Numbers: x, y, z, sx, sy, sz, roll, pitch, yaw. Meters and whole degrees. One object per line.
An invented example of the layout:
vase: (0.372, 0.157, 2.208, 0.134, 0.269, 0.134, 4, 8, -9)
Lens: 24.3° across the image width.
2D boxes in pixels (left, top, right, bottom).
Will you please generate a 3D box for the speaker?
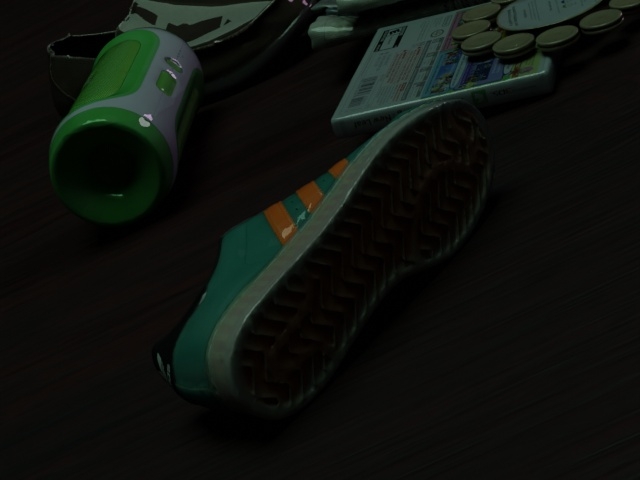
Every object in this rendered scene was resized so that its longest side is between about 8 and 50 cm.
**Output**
speaker: (-0.192, -0.123, 1.512, 0.131, 0.131, 0.296, -23, 22, 13)

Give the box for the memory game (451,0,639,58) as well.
memory game: (0.203, -0.200, 1.297, 0.186, 0.012, 0.186, -16, 25, 8)

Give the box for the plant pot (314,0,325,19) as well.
plant pot: (-0.039, -0.358, 1.804, 0.167, 0.187, 0.188, -35, 18, 19)

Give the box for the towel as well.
towel: (0.159, -0.304, 1.549, 0.324, 0.056, 0.312, -13, 23, 24)

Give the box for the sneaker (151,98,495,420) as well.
sneaker: (0.000, 0.000, 1.024, 0.121, 0.108, 0.302, 4, 39, 47)

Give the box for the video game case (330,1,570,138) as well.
video game case: (0.123, -0.162, 1.327, 0.193, 0.023, 0.212, -11, 26, 21)

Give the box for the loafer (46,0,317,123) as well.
loafer: (-0.177, -0.226, 1.719, 0.366, 0.130, 0.134, -18, 23, 24)
